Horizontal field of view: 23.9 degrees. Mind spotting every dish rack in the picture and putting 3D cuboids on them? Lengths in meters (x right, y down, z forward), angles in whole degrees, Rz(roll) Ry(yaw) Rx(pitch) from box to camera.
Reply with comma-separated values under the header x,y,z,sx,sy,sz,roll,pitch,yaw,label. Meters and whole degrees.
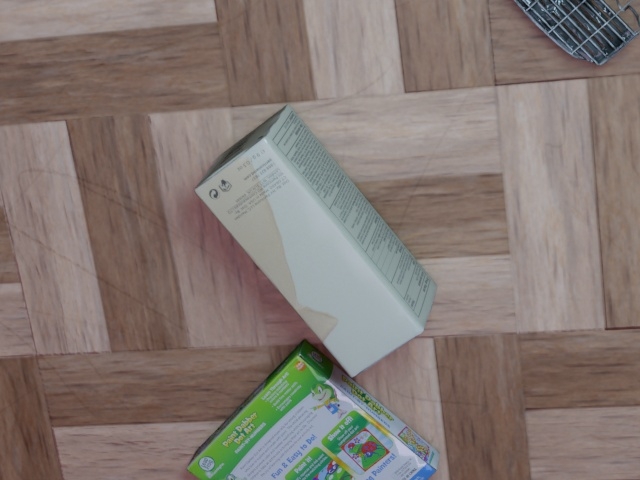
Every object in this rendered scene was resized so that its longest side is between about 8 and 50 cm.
x,y,z,sx,sy,sz,roll,pitch,yaw,label
0.345,-0.343,1.719,0.208,0.074,0.271,45,114,-7,dish rack

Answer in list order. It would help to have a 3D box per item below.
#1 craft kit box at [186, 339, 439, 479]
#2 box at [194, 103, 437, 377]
x,y,z,sx,sy,sz,roll,pitch,yaw,label
-0.011,0.300,2.051,0.247,0.061,0.250,40,113,-9,craft kit box
0.000,0.000,1.880,0.121,0.148,0.311,-35,100,22,box
